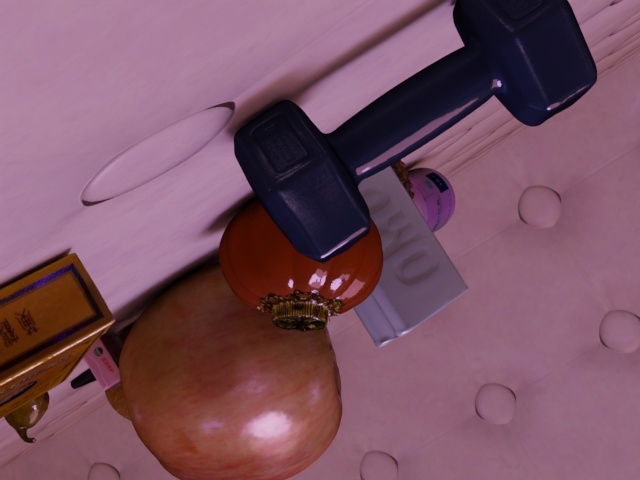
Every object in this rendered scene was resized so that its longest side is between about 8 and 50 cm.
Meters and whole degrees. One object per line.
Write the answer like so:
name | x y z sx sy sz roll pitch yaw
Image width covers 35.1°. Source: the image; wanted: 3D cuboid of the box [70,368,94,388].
box | -0.480 0.281 2.241 0.126 0.027 0.125 -33 174 23

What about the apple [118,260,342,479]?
apple | -0.144 0.222 1.674 0.347 0.391 0.391 -18 175 -2

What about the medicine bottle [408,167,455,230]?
medicine bottle | 0.183 -0.068 2.181 0.152 0.152 0.254 -35 176 27

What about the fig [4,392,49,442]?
fig | -0.483 0.277 1.647 0.084 0.098 0.082 2 165 24

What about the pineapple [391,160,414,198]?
pineapple | 0.126 -0.019 1.666 0.125 0.251 0.125 -24 170 -5

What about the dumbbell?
dumbbell | 0.082 -0.114 0.917 0.316 0.143 0.156 -33 176 -1

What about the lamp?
lamp | -0.025 0.020 1.361 0.223 0.196 0.223 0 158 0

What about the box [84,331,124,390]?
box | -0.366 0.208 1.758 0.043 0.089 0.125 -33 177 1

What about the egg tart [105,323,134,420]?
egg tart | -0.312 0.242 1.912 0.203 0.202 0.147 -31 167 -19

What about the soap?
soap | 0.087 0.007 1.527 0.160 0.265 0.087 -29 175 -36

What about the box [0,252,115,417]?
box | -0.339 0.129 1.042 0.193 0.084 0.301 -31 176 -28
